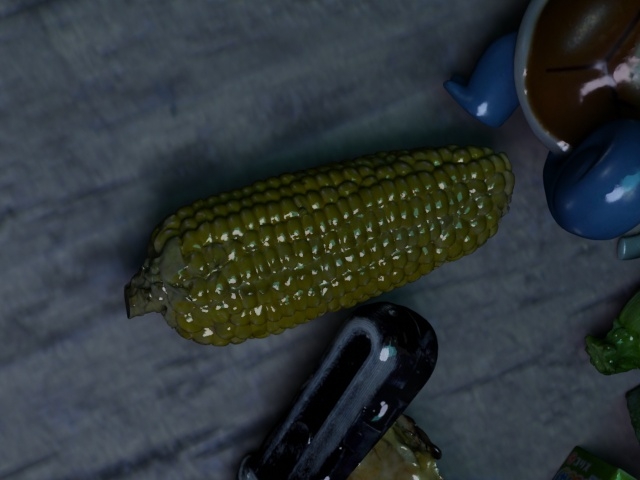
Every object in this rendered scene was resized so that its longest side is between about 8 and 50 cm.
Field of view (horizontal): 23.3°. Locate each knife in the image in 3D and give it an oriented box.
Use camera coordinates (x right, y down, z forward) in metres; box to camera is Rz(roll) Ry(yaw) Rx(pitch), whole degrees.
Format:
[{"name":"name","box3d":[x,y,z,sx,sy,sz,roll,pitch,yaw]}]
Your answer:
[{"name":"knife","box3d":[0.367,-0.033,1.453,0.210,0.015,0.028,-27,98,-11]}]

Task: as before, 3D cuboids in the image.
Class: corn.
[{"name":"corn","box3d":[0.000,0.000,1.297,0.347,0.130,0.130,-17,102,-17]}]

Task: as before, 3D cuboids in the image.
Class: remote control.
[{"name":"remote control","box3d":[-0.005,0.161,1.305,0.066,0.090,0.266,23,110,-43]}]

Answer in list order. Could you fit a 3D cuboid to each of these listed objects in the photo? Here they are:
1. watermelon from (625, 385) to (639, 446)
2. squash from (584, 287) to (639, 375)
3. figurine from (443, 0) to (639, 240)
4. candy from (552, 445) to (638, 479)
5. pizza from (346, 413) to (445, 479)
[{"name":"watermelon","box3d":[0.401,0.225,1.416,0.256,0.260,0.176,11,108,-1]},{"name":"squash","box3d":[0.425,0.027,1.432,0.395,0.107,0.107,-24,103,-11]},{"name":"figurine","box3d":[0.258,-0.167,1.322,0.298,0.243,0.416,32,67,-8]},{"name":"candy","box3d":[0.218,0.290,1.412,0.062,0.097,0.194,37,86,-14]},{"name":"pizza","box3d":[0.094,0.277,1.300,0.074,0.251,0.287,-15,102,-33]}]
